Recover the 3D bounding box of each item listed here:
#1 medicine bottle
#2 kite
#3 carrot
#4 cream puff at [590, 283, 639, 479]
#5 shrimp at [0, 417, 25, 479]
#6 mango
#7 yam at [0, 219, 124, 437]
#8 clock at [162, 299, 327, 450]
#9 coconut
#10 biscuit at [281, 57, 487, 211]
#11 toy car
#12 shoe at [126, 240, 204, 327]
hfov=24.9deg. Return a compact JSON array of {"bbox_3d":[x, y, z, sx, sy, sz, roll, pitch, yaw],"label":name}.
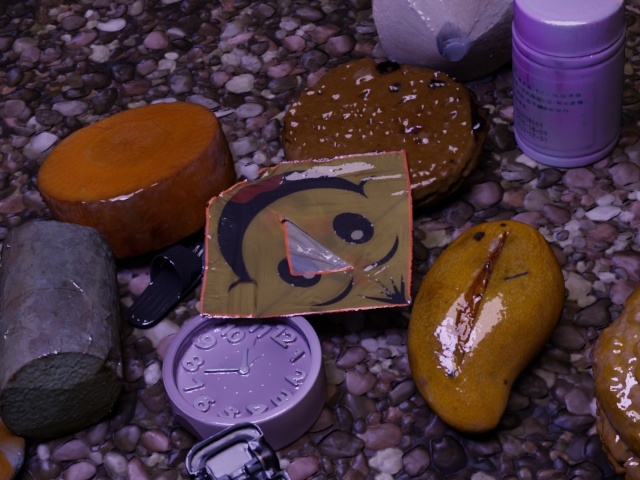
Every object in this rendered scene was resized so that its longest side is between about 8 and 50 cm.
[{"bbox_3d":[0.337,-0.239,1.970,0.152,0.254,0.152,-4,46,4],"label":"medicine bottle"},{"bbox_3d":[0.000,-0.002,1.870,0.377,0.013,0.327,-36,52,-24],"label":"kite"},{"bbox_3d":[-0.252,-0.097,2.026,0.258,0.100,0.307,5,36,19],"label":"carrot"},{"bbox_3d":[0.465,0.174,1.580,0.343,0.231,0.327,-17,49,-12],"label":"cream puff"},{"bbox_3d":[-0.446,0.247,1.739,0.185,0.068,0.287,11,42,2],"label":"shrimp"},{"bbox_3d":[0.199,0.093,1.768,0.177,0.120,0.295,15,51,16],"label":"mango"},{"bbox_3d":[-0.326,0.104,1.809,0.161,0.161,0.268,-10,46,-2],"label":"yam"},{"bbox_3d":[-0.092,0.167,1.778,0.196,0.068,0.197,-4,46,4],"label":"clock"},{"bbox_3d":[0.184,-0.355,2.117,0.239,0.239,0.244,-9,46,0],"label":"coconut"},{"bbox_3d":[0.090,-0.143,2.037,0.296,0.075,0.296,-5,48,6],"label":"biscuit"},{"bbox_3d":[-0.072,0.309,1.630,0.097,0.100,0.191,-27,69,-17],"label":"toy car"},{"bbox_3d":[-0.203,0.047,1.918,0.062,0.053,0.159,18,55,28],"label":"shoe"}]
